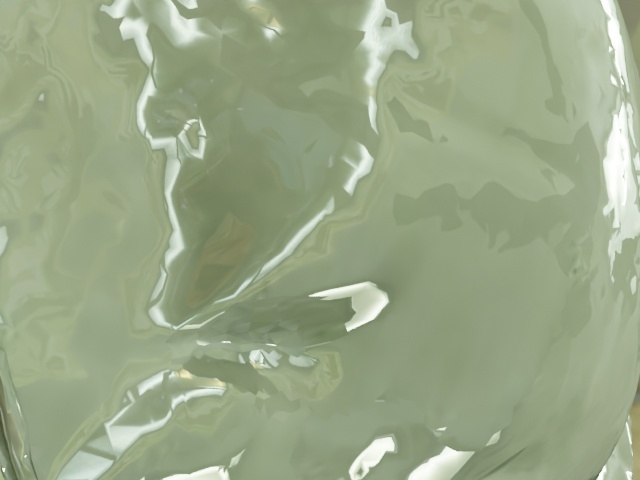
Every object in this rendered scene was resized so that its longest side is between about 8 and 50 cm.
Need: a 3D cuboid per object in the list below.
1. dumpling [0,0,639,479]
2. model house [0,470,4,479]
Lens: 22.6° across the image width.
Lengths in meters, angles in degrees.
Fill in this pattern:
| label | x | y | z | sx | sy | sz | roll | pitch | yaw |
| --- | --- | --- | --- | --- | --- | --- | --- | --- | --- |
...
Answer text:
| label | x | y | z | sx | sy | sz | roll | pitch | yaw |
| --- | --- | --- | --- | --- | --- | --- | --- | --- | --- |
| dumpling | -0.001 | -0.003 | 0.427 | 0.260 | 0.181 | 0.341 | -81 | 168 | -44 |
| model house | -0.261 | 0.113 | 0.777 | 0.326 | 0.169 | 0.244 | -42 | 142 | -19 |
